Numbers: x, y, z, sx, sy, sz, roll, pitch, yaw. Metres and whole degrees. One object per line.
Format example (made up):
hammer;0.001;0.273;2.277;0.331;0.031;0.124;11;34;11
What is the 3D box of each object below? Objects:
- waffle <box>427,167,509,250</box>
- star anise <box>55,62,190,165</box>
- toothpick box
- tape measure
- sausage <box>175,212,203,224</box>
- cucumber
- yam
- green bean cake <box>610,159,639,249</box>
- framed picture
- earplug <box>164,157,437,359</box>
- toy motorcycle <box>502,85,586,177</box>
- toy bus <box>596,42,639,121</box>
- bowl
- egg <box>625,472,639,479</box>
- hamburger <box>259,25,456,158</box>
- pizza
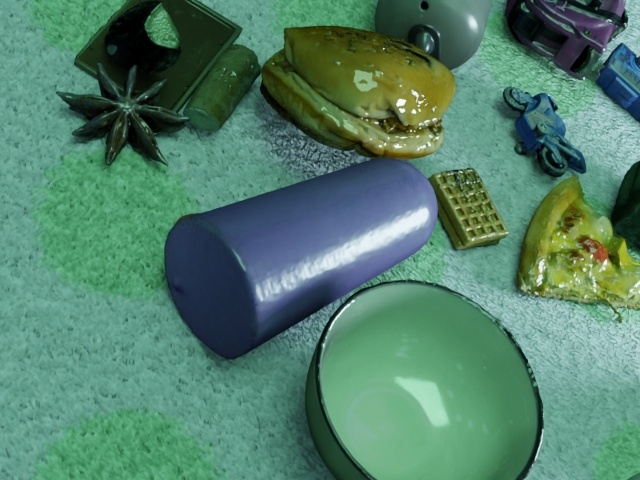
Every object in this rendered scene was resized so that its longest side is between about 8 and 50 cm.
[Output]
waffle;0.254;-0.057;2.009;0.102;0.042;0.148;-11;64;-29
star anise;-0.311;-0.192;1.836;0.204;0.061;0.181;-9;73;-24
toothpick box;0.213;-0.437;2.129;0.229;0.229;0.316;24;51;-8
tape measure;0.497;-0.463;2.300;0.245;0.149;0.232;30;56;1
sausage;-0.182;-0.015;1.785;0.094;0.054;0.059;0;60;-24
cucumber;-0.291;-0.325;1.867;0.085;0.193;0.115;-22;99;-29
yam;-0.164;-0.252;1.930;0.078;0.078;0.179;30;54;-4
green bean cake;0.722;-0.079;2.062;0.300;0.308;0.169;30;51;-5
framed picture;-0.273;-0.334;1.970;0.192;0.018;0.265;33;53;-1
earplug;0.000;0.000;1.770;0.455;0.215;0.215;-24;71;-36
toy motorcycle;0.418;-0.207;2.162;0.114;0.076;0.205;-10;65;-36
toy bus;0.661;-0.287;2.308;0.236;0.079;0.094;43;55;6
bowl;0.126;0.251;1.670;0.353;0.185;0.354;11;56;-17
egg;0.574;0.470;1.671;0.388;0.276;0.276;17;55;-14
hamburger;0.064;-0.259;1.933;0.284;0.174;0.304;36;25;34
pizza;0.496;0.028;2.042;0.287;0.075;0.280;26;54;-6
